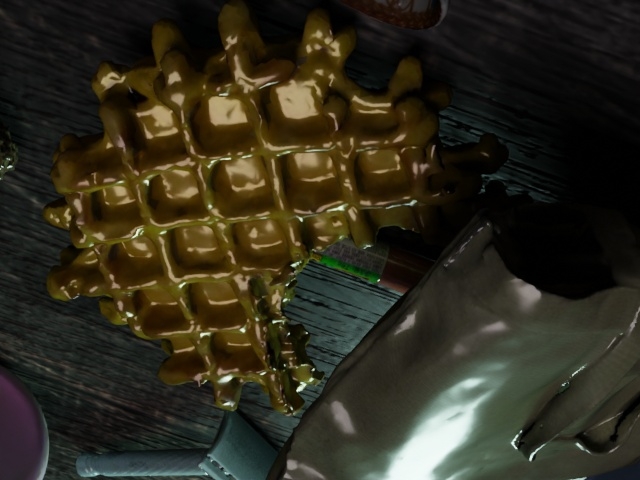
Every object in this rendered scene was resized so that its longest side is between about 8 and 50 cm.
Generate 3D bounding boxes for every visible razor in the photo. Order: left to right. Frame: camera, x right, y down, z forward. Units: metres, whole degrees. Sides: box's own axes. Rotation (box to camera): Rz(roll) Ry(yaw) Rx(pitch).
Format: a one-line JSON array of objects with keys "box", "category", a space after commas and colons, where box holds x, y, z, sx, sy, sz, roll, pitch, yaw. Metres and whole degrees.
[{"box": [-0.151, 0.219, 0.913, 0.231, 0.068, 0.106, -12, 132, 34], "category": "razor"}]

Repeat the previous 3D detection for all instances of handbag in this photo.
[{"box": [0.146, 0.072, 0.571, 0.315, 0.109, 0.253, 2, 143, -29], "category": "handbag"}]

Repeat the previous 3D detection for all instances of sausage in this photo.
[{"box": [0.000, 0.000, 0.644, 0.223, 0.029, 0.029, 21, 138, -6], "category": "sausage"}]

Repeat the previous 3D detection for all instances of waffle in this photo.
[{"box": [-0.042, -0.009, 0.583, 0.259, 0.069, 0.293, 34, 122, -18], "category": "waffle"}]

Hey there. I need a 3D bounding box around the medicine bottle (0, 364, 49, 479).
[{"box": [-0.394, 0.243, 0.918, 0.178, 0.178, 0.290, 30, 136, -16], "category": "medicine bottle"}]

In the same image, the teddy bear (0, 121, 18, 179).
[{"box": [-0.299, -0.087, 0.564, 0.182, 0.129, 0.251, -40, 117, 2], "category": "teddy bear"}]

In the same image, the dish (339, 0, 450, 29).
[{"box": [0.018, -0.169, 0.426, 0.141, 0.078, 0.141, 34, 177, 2], "category": "dish"}]

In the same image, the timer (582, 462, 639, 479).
[{"box": [0.309, 0.256, 0.587, 0.173, 0.395, 0.395, 35, 135, -18], "category": "timer"}]
